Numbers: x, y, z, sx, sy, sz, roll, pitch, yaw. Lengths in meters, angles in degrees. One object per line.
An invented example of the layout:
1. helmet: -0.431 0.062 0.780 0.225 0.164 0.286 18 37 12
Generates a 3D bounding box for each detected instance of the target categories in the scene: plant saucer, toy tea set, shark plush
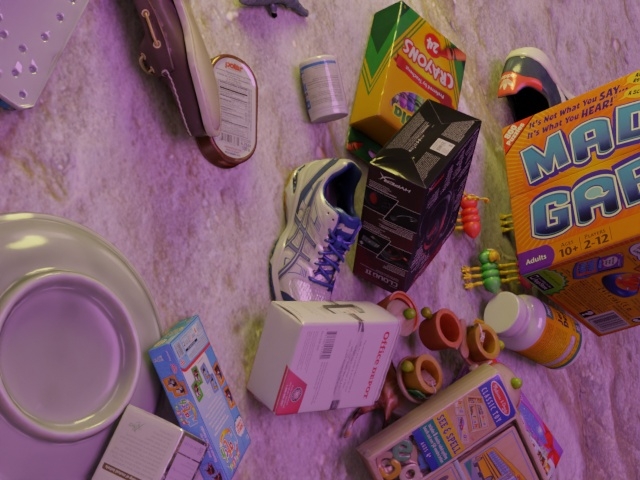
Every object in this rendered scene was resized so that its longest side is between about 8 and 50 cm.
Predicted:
1. plant saucer: -0.345 0.151 1.264 0.400 0.100 0.400 14 70 -41
2. toy tea set: 0.236 0.194 1.708 0.336 0.124 0.200 21 56 -37
3. shark plush: -0.084 -0.422 1.715 0.161 0.073 0.067 12 90 -62

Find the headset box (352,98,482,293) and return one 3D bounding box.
1. headset box: 0.163 -0.061 1.706 0.218 0.110 0.293 -49 156 -39

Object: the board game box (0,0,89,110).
1. board game box: -0.485 -0.426 1.316 0.390 0.050 0.390 36 57 -31

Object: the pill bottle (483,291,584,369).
1. pill bottle: 0.426 0.177 1.972 0.208 0.118 0.117 27 62 -35

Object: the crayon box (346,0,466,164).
1. crayon box: 0.168 -0.269 1.872 0.202 0.081 0.318 30 60 -35

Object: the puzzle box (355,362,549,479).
1. puzzle box: 0.262 0.447 1.678 0.272 0.052 0.409 -32 109 -13

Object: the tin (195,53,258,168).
1. tin: -0.149 -0.211 1.589 0.106 0.040 0.189 14 70 -45

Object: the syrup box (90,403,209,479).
1. syrup box: -0.244 0.343 1.253 0.237 0.096 0.093 -64 156 -15

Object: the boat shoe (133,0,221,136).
1. boat shoe: -0.231 -0.306 1.494 0.116 0.097 0.324 -50 125 -83

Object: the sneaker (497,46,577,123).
1. sneaker: 0.511 -0.261 2.174 0.350 0.131 0.148 39 62 -23

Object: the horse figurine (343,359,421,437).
1. horse figurine: 0.145 0.311 1.704 0.263 0.066 0.174 38 52 -22

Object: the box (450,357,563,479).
1. box: 0.343 0.380 1.882 0.293 0.057 0.201 54 49 -19

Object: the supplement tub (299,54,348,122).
1. supplement tub: 0.006 -0.266 1.724 0.071 0.071 0.107 -7 84 -44

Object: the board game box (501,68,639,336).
1. board game box: 0.624 -0.069 1.982 0.356 0.356 0.356 33 46 -42

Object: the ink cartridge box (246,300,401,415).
1. ink cartridge box: 0.008 0.181 1.552 0.218 0.092 0.158 4 109 -41

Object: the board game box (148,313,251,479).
1. board game box: -0.167 0.225 1.397 0.160 0.039 0.211 -53 121 -78

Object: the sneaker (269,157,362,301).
1. sneaker: 0.000 0.000 1.608 0.112 0.131 0.296 17 69 -41

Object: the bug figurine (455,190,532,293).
1. bug figurine: 0.369 -0.001 1.997 0.279 0.072 0.216 -1 80 -44
